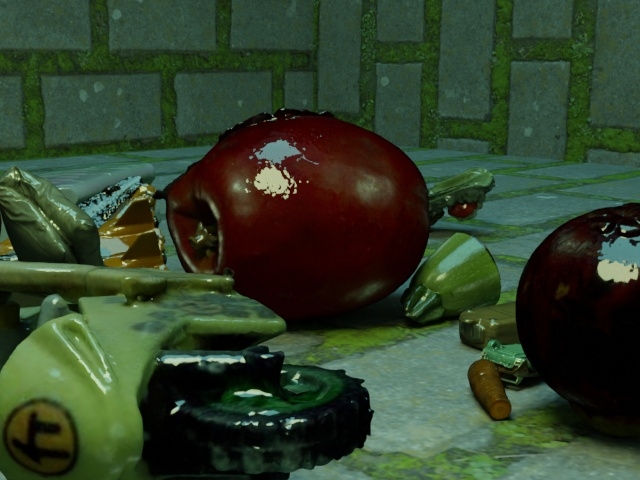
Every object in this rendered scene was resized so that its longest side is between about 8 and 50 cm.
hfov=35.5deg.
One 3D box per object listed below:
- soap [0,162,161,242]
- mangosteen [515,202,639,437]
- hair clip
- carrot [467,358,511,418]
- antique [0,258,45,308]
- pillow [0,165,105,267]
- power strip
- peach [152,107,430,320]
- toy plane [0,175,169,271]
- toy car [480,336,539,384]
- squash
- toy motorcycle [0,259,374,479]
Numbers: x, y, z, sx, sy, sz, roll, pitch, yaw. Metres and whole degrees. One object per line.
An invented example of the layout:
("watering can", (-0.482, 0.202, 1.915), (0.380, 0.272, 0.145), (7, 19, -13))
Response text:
("soap", (-0.418, -0.042, 1.562), (0.208, 0.115, 0.347), (-3, 11, 18))
("mangosteen", (0.266, 0.067, 0.851), (0.210, 0.210, 0.210), (1, 11, 0))
("hair clip", (0.158, -0.057, 1.816), (0.321, 0.091, 0.138), (-8, 15, 21))
("carrot", (0.156, 0.137, 0.922), (0.032, 0.032, 0.093), (0, 16, -2))
("antique", (-0.307, 0.082, 0.965), (0.284, 0.150, 0.125), (4, 11, -30))
("pillow", (-0.301, 0.002, 1.118), (0.134, 0.181, 0.078), (43, 65, 14))
("power strip", (0.285, 0.088, 1.160), (0.305, 0.044, 0.064), (-7, 13, -29))
("peach", (0.000, 0.000, 1.199), (0.362, 0.257, 0.201), (7, 49, -31))
("toy plane", (-0.348, 0.034, 1.258), (0.316, 0.204, 0.103), (-16, -29, -3))
("toy car", (0.214, 0.119, 1.008), (0.122, 0.035, 0.059), (2, 7, -44))
("squash", (0.140, 0.062, 1.219), (0.132, 0.105, 0.105), (-26, 22, -26))
("toy motorcycle", (-0.150, 0.103, 0.743), (0.237, 0.168, 0.410), (1, 3, -31))
